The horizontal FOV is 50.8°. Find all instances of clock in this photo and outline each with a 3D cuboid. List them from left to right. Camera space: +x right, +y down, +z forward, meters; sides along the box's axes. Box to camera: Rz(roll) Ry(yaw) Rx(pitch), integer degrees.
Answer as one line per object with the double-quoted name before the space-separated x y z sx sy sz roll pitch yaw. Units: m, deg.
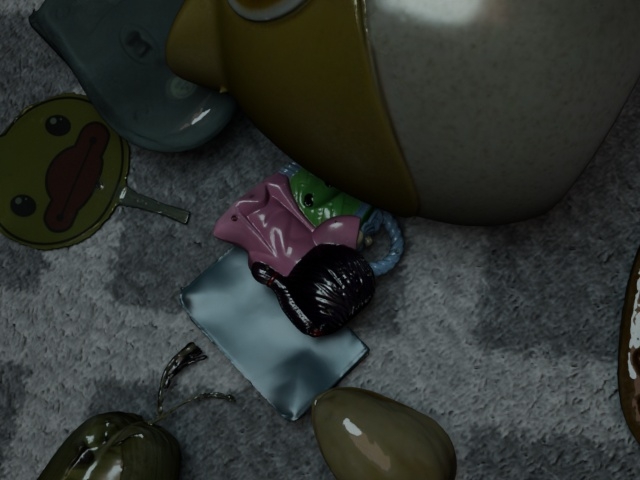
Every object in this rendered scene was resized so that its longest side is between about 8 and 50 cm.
"clock" 0.000 0.000 0.818 0.194 0.100 0.195 -38 78 -21

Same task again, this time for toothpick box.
"toothpick box" 0.096 -0.240 0.699 0.425 0.409 0.409 24 85 7

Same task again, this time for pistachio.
"pistachio" 0.069 0.237 0.776 0.185 0.124 0.124 40 88 -3

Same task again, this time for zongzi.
"zongzi" -0.344 0.320 0.800 0.418 0.181 0.447 7 80 10

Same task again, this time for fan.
"fan" -0.332 -0.086 0.939 0.335 0.011 0.229 18 84 10

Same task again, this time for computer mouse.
"computer mouse" -0.237 -0.249 0.898 0.188 0.122 0.371 -42 72 -3

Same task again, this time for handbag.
"handbag" -0.059 0.105 0.855 0.144 0.057 0.221 -43 77 -8

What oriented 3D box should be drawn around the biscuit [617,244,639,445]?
"biscuit" 0.510 0.112 0.769 0.314 0.063 0.367 11 82 11
